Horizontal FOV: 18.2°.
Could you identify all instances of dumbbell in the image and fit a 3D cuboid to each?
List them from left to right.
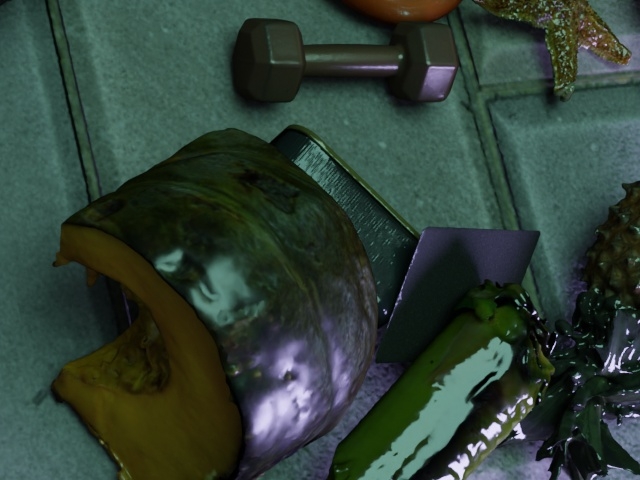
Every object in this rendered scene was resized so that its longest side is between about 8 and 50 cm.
[{"bbox_3d":[0.027,-0.181,2.019,0.230,0.092,0.082,-1,101,-24],"label":"dumbbell"}]

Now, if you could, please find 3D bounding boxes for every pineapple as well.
[{"bbox_3d":[0.303,0.107,2.018,0.165,0.165,0.364,34,70,-10],"label":"pineapple"}]

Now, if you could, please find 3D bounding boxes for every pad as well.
[{"bbox_3d":[0.135,0.052,1.928,0.211,0.003,0.143,3,111,-54],"label":"pad"}]

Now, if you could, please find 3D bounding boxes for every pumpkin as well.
[{"bbox_3d":[-0.089,0.074,1.775,0.256,0.303,0.225,32,51,20],"label":"pumpkin"}]

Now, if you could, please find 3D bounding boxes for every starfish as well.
[{"bbox_3d":[0.249,-0.267,2.159,0.227,0.043,0.240,24,55,-33],"label":"starfish"}]

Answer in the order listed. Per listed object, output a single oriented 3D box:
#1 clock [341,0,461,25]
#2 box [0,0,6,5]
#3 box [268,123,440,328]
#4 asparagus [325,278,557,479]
[{"bbox_3d":[0.073,-0.320,2.106,0.205,0.051,0.205,9,68,-24],"label":"clock"},{"bbox_3d":[-0.354,-0.313,1.867,0.243,0.135,0.163,48,59,-1],"label":"box"},{"bbox_3d":[0.000,0.000,1.910,0.201,0.144,0.090,45,64,-6],"label":"box"},{"bbox_3d":[0.080,0.202,1.867,0.382,0.108,0.128,-46,126,-17],"label":"asparagus"}]
